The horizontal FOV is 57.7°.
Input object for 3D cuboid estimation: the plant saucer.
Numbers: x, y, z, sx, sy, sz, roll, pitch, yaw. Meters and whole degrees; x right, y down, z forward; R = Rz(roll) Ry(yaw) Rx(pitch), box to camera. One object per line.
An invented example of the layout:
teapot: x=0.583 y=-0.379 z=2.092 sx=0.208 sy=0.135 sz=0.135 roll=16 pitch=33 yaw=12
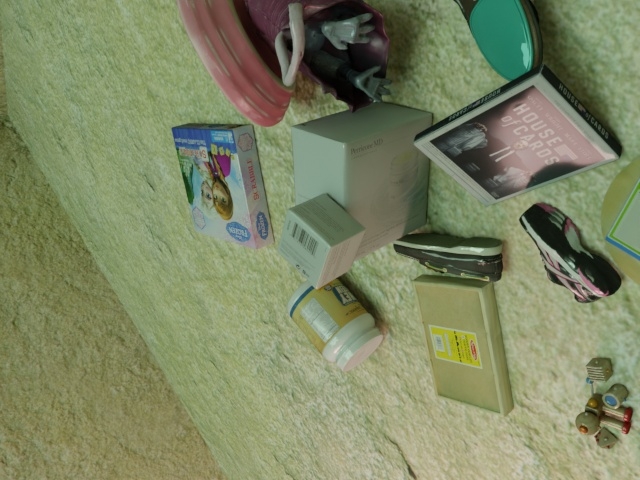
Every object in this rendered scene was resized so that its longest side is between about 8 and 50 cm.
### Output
plant saucer: x=-0.146 y=-0.387 z=1.137 sx=0.084 sy=0.332 sz=0.332 roll=-24 pitch=91 yaw=19

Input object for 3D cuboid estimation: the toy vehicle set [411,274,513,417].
toy vehicle set: x=0.274 y=0.200 z=1.130 sx=0.166 sy=0.035 sz=0.267 roll=4 pitch=113 yaw=50

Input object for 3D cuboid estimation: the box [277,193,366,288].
box: x=0.000 y=0.000 z=0.937 sx=0.101 sy=0.087 sz=0.102 roll=42 pitch=137 yaw=24

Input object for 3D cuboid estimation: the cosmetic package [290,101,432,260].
cosmetic package: x=0.077 y=-0.110 z=1.042 sx=0.138 sy=0.224 sz=0.224 roll=24 pitch=128 yaw=42

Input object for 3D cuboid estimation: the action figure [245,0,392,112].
action figure: x=-0.046 y=-0.361 z=1.011 sx=0.370 sy=0.276 sz=0.248 roll=45 pitch=140 yaw=33

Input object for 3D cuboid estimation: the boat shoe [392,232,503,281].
boat shoe: x=0.223 y=0.029 z=1.059 sx=0.228 sy=0.081 sz=0.068 roll=8 pitch=111 yaw=46

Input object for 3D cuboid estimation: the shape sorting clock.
shape sorting clock: x=0.471 y=-0.020 z=0.757 sx=0.206 sy=0.040 sz=0.206 roll=30 pitch=130 yaw=44

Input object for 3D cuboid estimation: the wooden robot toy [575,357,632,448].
wooden robot toy: x=0.444 y=0.280 z=0.928 sx=0.076 sy=0.079 sz=0.173 roll=17 pitch=123 yaw=46

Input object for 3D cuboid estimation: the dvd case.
dvd case: x=0.281 y=-0.141 z=0.858 sx=0.179 sy=0.029 sz=0.239 roll=36 pitch=150 yaw=-20

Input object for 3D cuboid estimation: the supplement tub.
supplement tub: x=0.033 y=0.185 z=1.330 sx=0.199 sy=0.144 sz=0.144 roll=47 pitch=140 yaw=23

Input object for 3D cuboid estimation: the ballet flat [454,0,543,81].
ballet flat: x=0.239 y=-0.349 z=0.814 sx=0.280 sy=0.096 sz=0.095 roll=59 pitch=145 yaw=8

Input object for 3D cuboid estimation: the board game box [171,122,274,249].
board game box: x=-0.270 y=-0.155 z=1.583 sx=0.319 sy=0.066 sz=0.318 roll=13 pitch=119 yaw=48

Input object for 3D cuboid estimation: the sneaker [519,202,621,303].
sneaker: x=0.366 y=0.027 z=0.896 sx=0.178 sy=0.072 sz=0.077 roll=57 pitch=154 yaw=21
